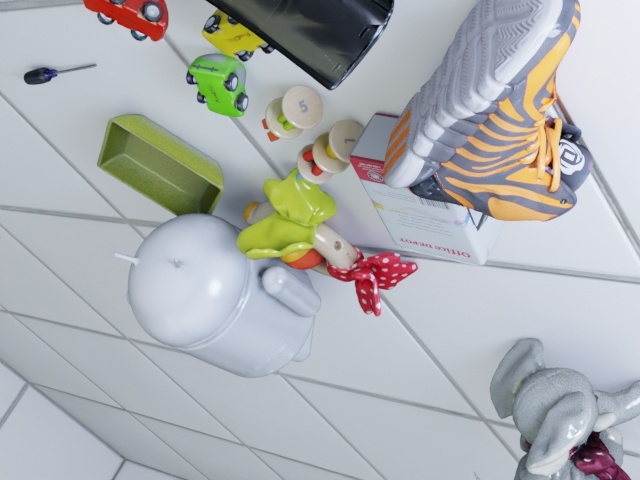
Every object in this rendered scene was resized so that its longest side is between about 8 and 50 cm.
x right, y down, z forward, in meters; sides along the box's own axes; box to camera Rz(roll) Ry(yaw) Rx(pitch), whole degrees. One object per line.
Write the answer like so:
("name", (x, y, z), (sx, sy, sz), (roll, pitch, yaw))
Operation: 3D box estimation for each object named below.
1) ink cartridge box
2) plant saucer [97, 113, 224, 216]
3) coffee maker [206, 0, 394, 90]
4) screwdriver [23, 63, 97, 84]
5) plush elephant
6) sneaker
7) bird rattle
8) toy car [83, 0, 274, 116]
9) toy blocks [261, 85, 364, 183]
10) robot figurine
("ink cartridge box", (0.126, -0.058, 1.350), (0.127, 0.072, 0.175), (13, 152, 33))
("plant saucer", (-0.226, -0.108, 1.695), (0.188, 0.045, 0.188), (32, 157, -5))
("coffee maker", (-0.032, -0.224, 1.081), (0.178, 0.171, 0.120), (34, 140, -12))
("screwdriver", (-0.362, -0.236, 1.636), (0.169, 0.024, 0.025), (0, 173, 39))
("plush elephant", (0.348, 0.274, 1.590), (0.329, 0.272, 0.256), (1, 119, -12))
("sneaker", (0.199, -0.124, 1.109), (0.180, 0.125, 0.321), (19, 153, -13))
("bird rattle", (0.000, 0.000, 1.614), (0.253, 0.143, 0.207), (29, 172, -31))
("toy car", (-0.132, -0.221, 1.336), (0.239, 0.053, 0.225), (13, 157, 18))
("toy blocks", (-0.022, -0.122, 1.420), (0.123, 0.054, 0.148), (35, 157, -13))
("robot figurine", (-0.144, 0.083, 1.731), (0.299, 0.200, 0.353), (-11, 153, 33))
